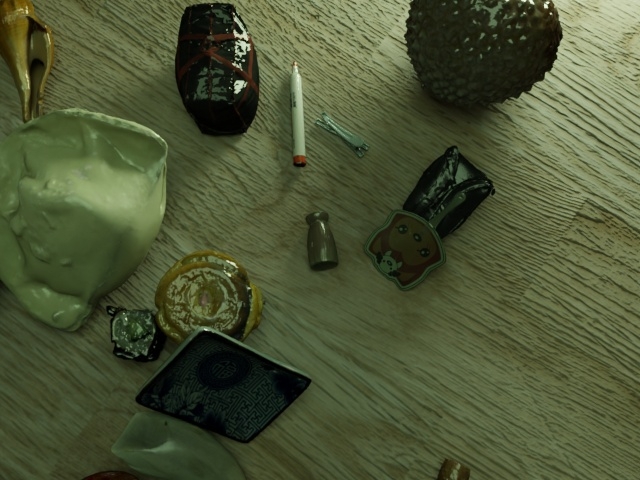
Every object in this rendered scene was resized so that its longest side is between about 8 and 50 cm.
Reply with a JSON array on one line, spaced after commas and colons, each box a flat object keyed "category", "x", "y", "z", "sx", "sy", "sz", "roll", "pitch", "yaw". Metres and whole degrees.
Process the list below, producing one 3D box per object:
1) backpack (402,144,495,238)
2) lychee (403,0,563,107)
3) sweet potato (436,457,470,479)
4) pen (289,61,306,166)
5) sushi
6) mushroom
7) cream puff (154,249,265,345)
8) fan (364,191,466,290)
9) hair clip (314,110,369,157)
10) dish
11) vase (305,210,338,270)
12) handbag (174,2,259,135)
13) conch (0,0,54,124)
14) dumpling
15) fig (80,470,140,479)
[{"category": "backpack", "x": 0.224, "y": -0.078, "z": 1.526, "sx": 0.165, "sy": 0.106, "sz": 0.120, "roll": -44, "pitch": 82, "yaw": 10}, {"category": "lychee", "x": 0.291, "y": -0.392, "z": 1.536, "sx": 0.300, "sy": 0.300, "sz": 0.299, "roll": 0, "pitch": 74, "yaw": -1}, {"category": "sweet potato", "x": 0.181, "y": 0.503, "z": 1.383, "sx": 0.067, "sy": 0.059, "sz": 0.281, "roll": 27, "pitch": 76, "yaw": -5}, {"category": "pen", "x": -0.045, "y": -0.245, "z": 1.608, "sx": 0.026, "sy": 0.026, "sz": 0.218, "roll": -3, "pitch": 74, "yaw": -2}, {"category": "sushi", "x": -0.323, "y": 0.164, "z": 1.460, "sx": 0.098, "sy": 0.084, "sz": 0.094, "roll": 6, "pitch": 78, "yaw": 6}, {"category": "mushroom", "x": -0.206, "y": 0.378, "z": 1.394, "sx": 0.270, "sy": 0.103, "sz": 0.118, "roll": 32, "pitch": 76, "yaw": 2}, {"category": "cream puff", "x": -0.190, "y": 0.107, "z": 1.452, "sx": 0.189, "sy": 0.129, "sz": 0.188, "roll": 0, "pitch": 89, "yaw": -2}, {"category": "fan", "x": 0.178, "y": -0.010, "z": 1.489, "sx": 0.132, "sy": 0.009, "sz": 0.220, "roll": 47, "pitch": 116, "yaw": 3}, {"category": "hair clip", "x": 0.042, "y": -0.206, "z": 1.594, "sx": 0.115, "sy": 0.039, "sz": 0.030, "roll": 36, "pitch": 71, "yaw": 11}, {"category": "dish", "x": -0.161, "y": 0.222, "z": 1.382, "sx": 0.182, "sy": 0.243, "sz": 0.080, "roll": -46, "pitch": 37, "yaw": 19}, {"category": "vase", "x": 0.000, "y": 0.000, "z": 1.527, "sx": 0.053, "sy": 0.053, "sz": 0.100, "roll": -8, "pitch": 71, "yaw": -3}, {"category": "handbag", "x": -0.193, "y": -0.317, "z": 1.552, "sx": 0.155, "sy": 0.169, "sz": 0.215, "roll": -3, "pitch": 75, "yaw": -1}, {"category": "conch", "x": -0.568, "y": -0.352, "z": 1.608, "sx": 0.109, "sy": 0.093, "sz": 0.330, "roll": -11, "pitch": 95, "yaw": -21}, {"category": "dumpling", "x": -0.438, "y": -0.049, "z": 1.442, "sx": 0.316, "sy": 0.233, "sz": 0.394, "roll": 25, "pitch": 105, "yaw": 3}, {"category": "fig", "x": -0.347, "y": 0.449, "z": 1.316, "sx": 0.175, "sy": 0.207, "sz": 0.175, "roll": -3, "pitch": 71, "yaw": 9}]
